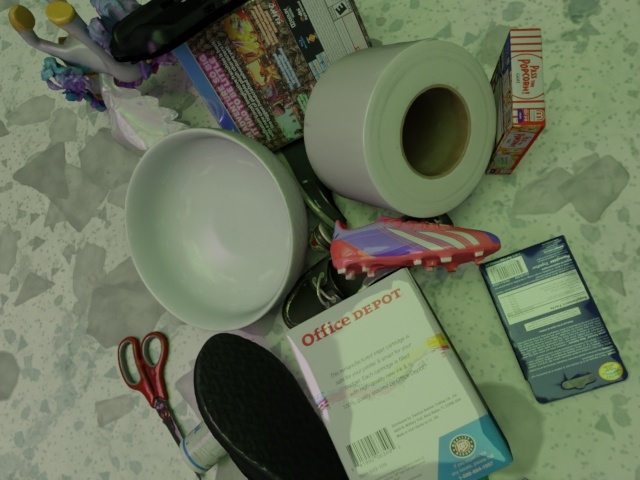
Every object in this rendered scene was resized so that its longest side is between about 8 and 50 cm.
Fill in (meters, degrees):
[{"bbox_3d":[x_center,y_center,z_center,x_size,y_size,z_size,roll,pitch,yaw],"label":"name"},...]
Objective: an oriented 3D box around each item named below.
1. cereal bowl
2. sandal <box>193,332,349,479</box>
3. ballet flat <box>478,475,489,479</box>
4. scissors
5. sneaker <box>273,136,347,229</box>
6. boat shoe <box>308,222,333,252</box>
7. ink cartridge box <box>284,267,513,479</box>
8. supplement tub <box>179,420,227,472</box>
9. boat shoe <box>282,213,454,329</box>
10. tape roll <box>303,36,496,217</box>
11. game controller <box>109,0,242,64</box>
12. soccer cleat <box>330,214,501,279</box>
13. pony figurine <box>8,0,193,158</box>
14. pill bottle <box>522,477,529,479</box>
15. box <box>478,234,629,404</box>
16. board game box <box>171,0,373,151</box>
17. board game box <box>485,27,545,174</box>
[{"bbox_3d":[-0.165,-0.024,0.871,0.338,0.141,0.339,6,104,23],"label":"cereal bowl"},{"bbox_3d":[-0.054,0.338,0.771,0.446,0.167,0.107,47,125,13],"label":"sandal"},{"bbox_3d":[0.165,0.404,0.722,0.074,0.074,0.203,41,70,20],"label":"ballet flat"},{"bbox_3d":[-0.301,0.309,0.932,0.109,0.021,0.297,-24,73,8],"label":"scissors"},{"bbox_3d":[0.007,-0.126,0.900,0.118,0.083,0.222,-36,69,6],"label":"sneaker"},{"bbox_3d":[0.000,0.000,0.848,0.043,0.137,0.049,-30,89,3],"label":"boat shoe"},{"bbox_3d":[0.113,0.212,0.732,0.198,0.197,0.270,-29,71,9],"label":"ink cartridge box"},{"bbox_3d":[-0.180,0.336,0.860,0.107,0.071,0.071,-43,70,3],"label":"supplement tub"},{"bbox_3d":[0.066,0.044,0.837,0.335,0.095,0.112,-32,71,8],"label":"boat shoe"},{"bbox_3d":[0.119,-0.167,0.764,0.169,0.246,0.246,25,85,57],"label":"tape roll"},{"bbox_3d":[-0.181,-0.373,0.788,0.166,0.067,0.319,23,59,35],"label":"game controller"},{"bbox_3d":[0.133,-0.001,0.743,0.248,0.083,0.095,-8,71,18],"label":"soccer cleat"},{"bbox_3d":[-0.379,-0.344,0.961,0.350,0.363,0.303,17,75,4],"label":"pony figurine"},{"bbox_3d":[0.266,0.395,0.715,0.116,0.065,0.065,-44,70,3],"label":"pill bottle"},{"bbox_3d":[0.349,0.120,0.767,0.136,0.036,0.225,-21,71,12],"label":"box"},{"bbox_3d":[-0.065,-0.312,0.869,0.291,0.232,0.141,-24,33,9],"label":"board game box"},{"bbox_3d":[0.290,-0.202,0.772,0.045,0.193,0.147,1,79,7],"label":"board game box"}]
